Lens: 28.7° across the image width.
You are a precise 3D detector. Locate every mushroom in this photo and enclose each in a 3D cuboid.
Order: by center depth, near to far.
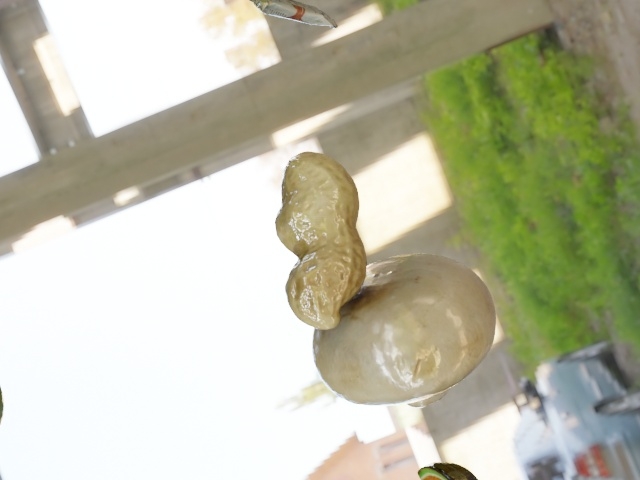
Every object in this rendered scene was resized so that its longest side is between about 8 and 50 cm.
[{"bbox_3d":[0.101,0.117,1.494,0.226,0.226,0.178,-101,-3,-68],"label":"mushroom"}]

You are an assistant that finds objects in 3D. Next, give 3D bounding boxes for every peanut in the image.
[{"bbox_3d":[0.000,0.000,1.450,0.086,0.104,0.228,117,150,-55],"label":"peanut"}]

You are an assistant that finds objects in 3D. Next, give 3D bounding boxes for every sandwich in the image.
[{"bbox_3d":[0.146,0.274,1.373,0.101,0.026,0.069,-11,105,62],"label":"sandwich"}]

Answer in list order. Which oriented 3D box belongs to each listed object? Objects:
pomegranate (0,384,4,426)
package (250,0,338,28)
[{"bbox_3d":[-0.483,0.227,1.546,0.181,0.181,0.224,-106,27,-53],"label":"pomegranate"},{"bbox_3d":[-0.032,-0.235,1.270,0.110,0.015,0.037,5,-149,-39],"label":"package"}]
